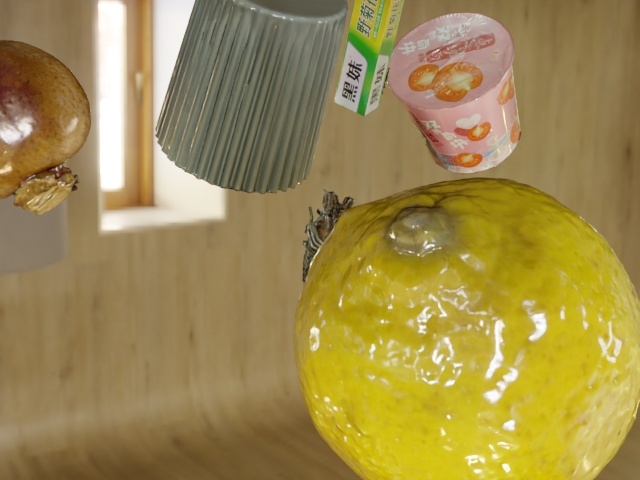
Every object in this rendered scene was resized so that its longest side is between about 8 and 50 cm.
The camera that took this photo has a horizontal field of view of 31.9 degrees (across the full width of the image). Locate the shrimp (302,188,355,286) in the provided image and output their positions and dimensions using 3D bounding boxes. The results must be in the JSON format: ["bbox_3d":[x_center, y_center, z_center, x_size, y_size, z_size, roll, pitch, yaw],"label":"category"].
[{"bbox_3d":[-0.003,-0.001,1.642,0.082,0.174,0.076,-1,-150,-34],"label":"shrimp"}]

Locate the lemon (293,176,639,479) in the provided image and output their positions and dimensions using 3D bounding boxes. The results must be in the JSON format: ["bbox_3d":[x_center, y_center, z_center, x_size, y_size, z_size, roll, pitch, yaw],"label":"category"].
[{"bbox_3d":[0.144,0.101,1.112,0.349,0.387,0.350,-8,-132,9],"label":"lemon"}]

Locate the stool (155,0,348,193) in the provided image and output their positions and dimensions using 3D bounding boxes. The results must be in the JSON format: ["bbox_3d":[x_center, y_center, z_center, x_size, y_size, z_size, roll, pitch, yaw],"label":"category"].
[{"bbox_3d":[-0.114,-0.296,1.955,0.297,0.330,0.297,14,-146,-9],"label":"stool"}]

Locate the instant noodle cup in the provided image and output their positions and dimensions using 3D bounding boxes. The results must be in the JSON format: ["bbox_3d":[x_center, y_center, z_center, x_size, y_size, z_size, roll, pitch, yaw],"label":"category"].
[{"bbox_3d":[0.267,-0.269,2.135,0.243,0.243,0.231,5,147,24],"label":"instant noodle cup"}]

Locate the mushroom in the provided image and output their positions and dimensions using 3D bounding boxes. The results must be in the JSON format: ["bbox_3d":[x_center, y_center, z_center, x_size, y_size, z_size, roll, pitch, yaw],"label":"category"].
[{"bbox_3d":[-0.480,-0.172,1.705,0.263,0.283,0.195,-43,-169,-4],"label":"mushroom"}]

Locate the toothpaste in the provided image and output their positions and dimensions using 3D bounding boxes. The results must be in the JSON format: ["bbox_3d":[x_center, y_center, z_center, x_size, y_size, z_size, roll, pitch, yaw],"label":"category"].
[{"bbox_3d":[0.055,-0.216,1.154,0.043,0.178,0.037,28,-142,20],"label":"toothpaste"}]
